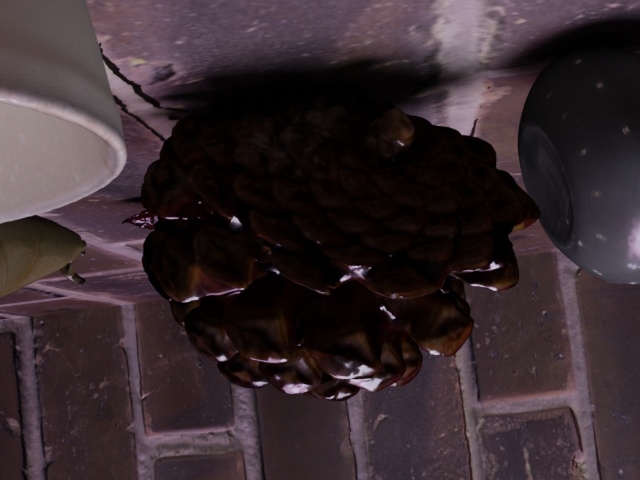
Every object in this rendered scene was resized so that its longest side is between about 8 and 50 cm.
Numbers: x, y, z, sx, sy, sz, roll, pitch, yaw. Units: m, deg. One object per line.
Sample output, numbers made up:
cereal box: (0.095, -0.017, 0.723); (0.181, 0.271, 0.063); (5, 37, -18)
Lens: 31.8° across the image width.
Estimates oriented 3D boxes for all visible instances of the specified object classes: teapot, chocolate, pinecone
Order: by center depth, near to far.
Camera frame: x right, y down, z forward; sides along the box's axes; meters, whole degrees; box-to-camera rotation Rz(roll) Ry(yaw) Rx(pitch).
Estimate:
teapot: (0.285, -0.079, 0.848); (0.251, 0.183, 0.183); (-18, 174, -6)
pinecone: (-0.002, 0.007, 0.897); (0.298, 0.242, 0.296); (10, 162, -16)
chocolate: (-0.162, -0.031, 1.325); (0.086, 0.028, 0.182); (-17, 171, 19)

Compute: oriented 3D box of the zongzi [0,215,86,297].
zongzi: (-0.471, 0.023, 0.909); (0.447, 0.181, 0.418); (-7, 174, 21)

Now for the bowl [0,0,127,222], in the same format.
bowl: (-0.212, -0.082, 0.392); (0.277, 0.145, 0.277); (-7, 175, -1)
